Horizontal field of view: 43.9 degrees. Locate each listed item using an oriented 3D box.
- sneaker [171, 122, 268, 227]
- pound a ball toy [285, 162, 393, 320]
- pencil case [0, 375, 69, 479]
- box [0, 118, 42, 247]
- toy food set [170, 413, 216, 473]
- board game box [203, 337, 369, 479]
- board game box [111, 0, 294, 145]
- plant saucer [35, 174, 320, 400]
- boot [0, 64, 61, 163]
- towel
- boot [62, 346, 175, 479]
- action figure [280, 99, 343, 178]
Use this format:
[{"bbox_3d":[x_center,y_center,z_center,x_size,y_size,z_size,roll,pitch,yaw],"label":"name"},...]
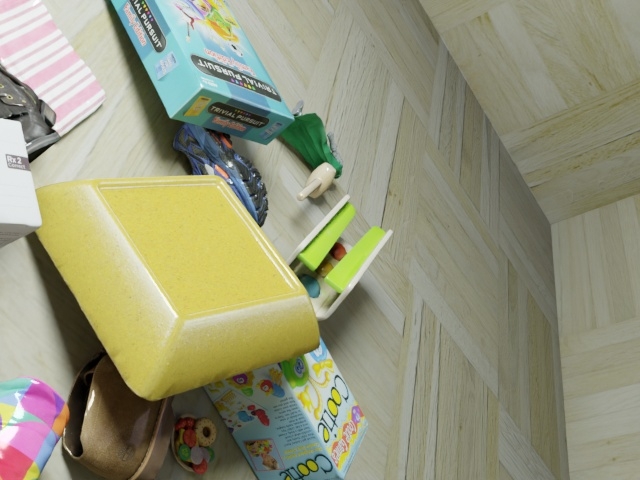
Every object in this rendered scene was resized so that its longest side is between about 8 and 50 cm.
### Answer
[{"bbox_3d":[-0.165,-0.111,1.337,0.221,0.087,0.083,56,24,-9],"label":"sneaker"},{"bbox_3d":[0.000,0.000,1.543,0.208,0.136,0.319,40,31,1],"label":"pound a ball toy"},{"bbox_3d":[-0.339,0.243,0.782,0.104,0.104,0.236,54,30,-25],"label":"pencil case"},{"bbox_3d":[-0.407,-0.042,0.769,0.181,0.181,0.119,2,70,-60],"label":"box"},{"bbox_3d":[-0.178,0.284,1.113,0.083,0.020,0.083,36,42,-46],"label":"toy food set"},{"bbox_3d":[-0.063,0.228,1.222,0.275,0.144,0.142,62,28,-12],"label":"board game box"},{"bbox_3d":[-0.210,-0.333,1.338,0.253,0.079,0.336,6,50,-59],"label":"board game box"},{"bbox_3d":[-0.174,0.023,1.056,0.332,0.081,0.333,-8,53,-51],"label":"plant saucer"},{"bbox_3d":[-0.411,-0.191,0.915,0.229,0.091,0.263,54,-2,-28],"label":"boot"},{"bbox_3d":[-0.389,-0.251,1.109,0.197,0.029,0.144,57,31,-21],"label":"towel"},{"bbox_3d":[-0.239,0.153,1.019,0.115,0.112,0.305,34,44,-31],"label":"boot"},{"bbox_3d":[-0.013,-0.201,1.653,0.232,0.137,0.064,50,56,-48],"label":"action figure"}]
